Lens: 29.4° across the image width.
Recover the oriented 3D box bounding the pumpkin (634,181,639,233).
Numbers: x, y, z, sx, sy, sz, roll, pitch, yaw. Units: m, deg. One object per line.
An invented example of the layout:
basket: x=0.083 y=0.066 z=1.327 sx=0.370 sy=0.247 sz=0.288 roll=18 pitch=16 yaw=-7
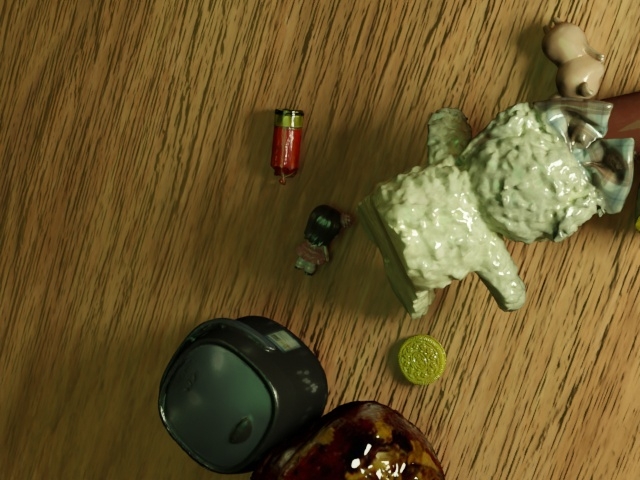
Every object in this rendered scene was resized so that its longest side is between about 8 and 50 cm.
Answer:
pumpkin: x=0.542 y=-0.087 z=1.739 sx=0.217 sy=0.217 sz=0.110 roll=-28 pitch=57 yaw=24

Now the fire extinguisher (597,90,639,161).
fire extinguisher: x=0.534 y=-0.162 z=1.789 sx=0.337 sy=0.106 sz=0.147 roll=-10 pitch=120 yaw=26

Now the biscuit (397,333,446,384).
biscuit: x=0.168 y=0.198 z=2.021 sx=0.084 sy=0.023 sz=0.084 roll=3 pitch=97 yaw=25

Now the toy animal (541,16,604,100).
toy animal: x=0.380 y=-0.270 z=1.857 sx=0.089 sy=0.083 sz=0.150 roll=-16 pitch=71 yaw=-2

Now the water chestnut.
water chestnut: x=0.060 y=0.426 z=1.913 sx=0.347 sy=0.335 sz=0.335 roll=23 pitch=106 yaw=59

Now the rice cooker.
rice cooker: x=-0.128 y=0.256 z=2.055 sx=0.267 sy=0.224 sz=0.267 roll=3 pitch=97 yaw=25

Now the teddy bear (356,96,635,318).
teddy bear: x=0.263 y=-0.058 z=1.861 sx=0.362 sy=0.375 sz=0.327 roll=-25 pitch=81 yaw=-4

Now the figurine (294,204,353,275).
figurine: x=0.000 y=0.000 z=2.070 sx=0.072 sy=0.054 sz=0.129 roll=30 pitch=108 yaw=16

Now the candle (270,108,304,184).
candle: x=-0.058 y=-0.160 z=2.086 sx=0.052 sy=0.052 sz=0.131 roll=8 pitch=98 yaw=24
